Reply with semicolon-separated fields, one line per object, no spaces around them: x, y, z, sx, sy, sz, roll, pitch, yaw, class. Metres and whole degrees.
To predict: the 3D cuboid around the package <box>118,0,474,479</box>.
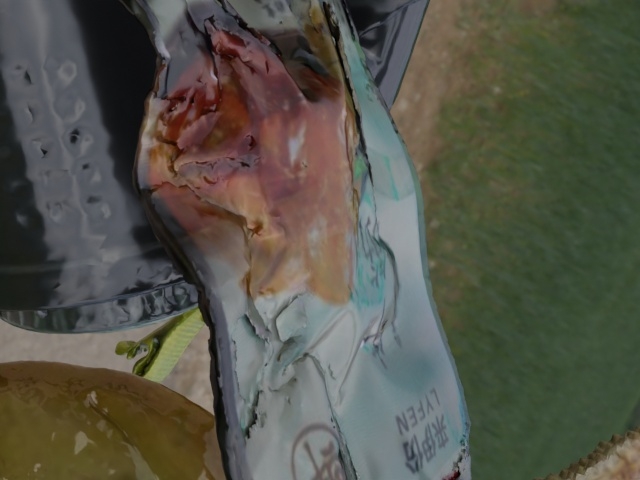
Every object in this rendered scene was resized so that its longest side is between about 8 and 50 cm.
0.000;0.000;0.406;0.166;0.040;0.232;-18;91;-63;package

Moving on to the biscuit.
-0.205;0.157;0.863;0.045;0.299;0.154;92;-13;-73;biscuit

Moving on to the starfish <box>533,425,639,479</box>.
0.073;0.229;0.548;0.301;0.084;0.293;-39;141;-7;starfish

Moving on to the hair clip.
-0.087;0.050;1.009;0.173;0.046;0.072;-38;167;9;hair clip

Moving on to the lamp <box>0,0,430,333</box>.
-0.126;-0.094;0.595;0.205;0.374;0.272;-58;161;-61;lamp
